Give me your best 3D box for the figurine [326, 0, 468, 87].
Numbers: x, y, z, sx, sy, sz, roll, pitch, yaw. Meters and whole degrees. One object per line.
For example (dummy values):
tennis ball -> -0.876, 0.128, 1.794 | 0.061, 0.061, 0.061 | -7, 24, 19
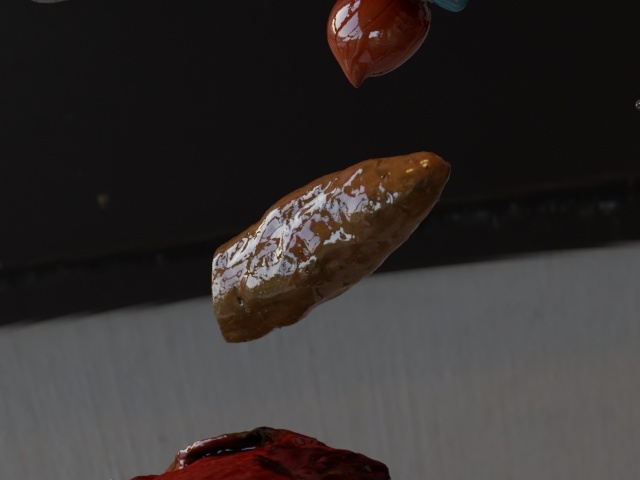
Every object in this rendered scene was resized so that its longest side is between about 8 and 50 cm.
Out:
figurine -> 0.059, -0.165, 1.254 | 0.140, 0.068, 0.075 | -55, 22, 10

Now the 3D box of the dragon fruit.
dragon fruit -> -0.066, 0.278, 1.636 | 0.302, 0.240, 0.330 | 12, 15, 19

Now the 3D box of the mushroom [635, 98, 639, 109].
mushroom -> 0.506, -0.064, 1.467 | 0.397, 0.313, 0.224 | -26, -4, 39

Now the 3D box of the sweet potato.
sweet potato -> 0.000, 0.000, 1.474 | 0.252, 0.097, 0.097 | -33, 20, 33

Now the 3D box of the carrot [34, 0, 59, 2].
carrot -> -0.099, -0.128, 0.794 | 0.047, 0.047, 0.191 | -22, 4, -20
